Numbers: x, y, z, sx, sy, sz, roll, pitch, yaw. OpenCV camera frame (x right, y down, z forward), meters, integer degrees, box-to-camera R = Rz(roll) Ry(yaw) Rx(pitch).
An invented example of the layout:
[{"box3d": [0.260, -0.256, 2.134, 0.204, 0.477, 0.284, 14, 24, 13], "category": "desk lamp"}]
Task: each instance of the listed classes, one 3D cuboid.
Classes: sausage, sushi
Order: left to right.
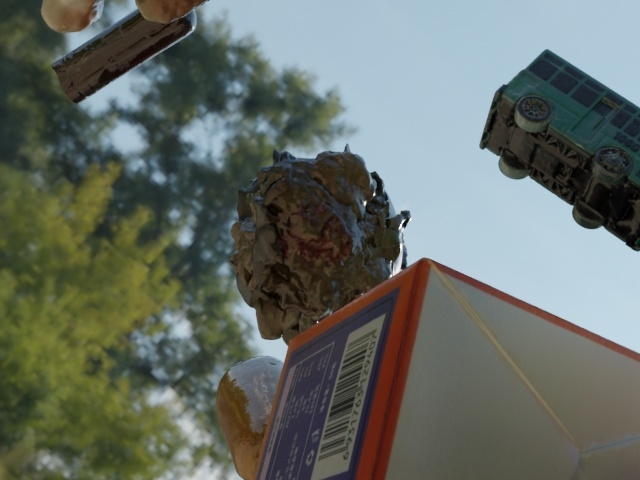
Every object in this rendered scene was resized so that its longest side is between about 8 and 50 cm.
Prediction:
[{"box3d": [-0.089, 0.255, 1.974, 0.116, 0.134, 0.354, 58, -2, -21], "category": "sausage"}, {"box3d": [0.001, 0.000, 1.569, 0.219, 0.225, 0.238, 120, -53, -82], "category": "sushi"}]

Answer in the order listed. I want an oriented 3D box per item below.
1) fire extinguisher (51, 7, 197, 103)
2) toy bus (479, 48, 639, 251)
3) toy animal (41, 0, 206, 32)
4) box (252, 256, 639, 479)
[{"box3d": [-0.263, -0.298, 1.880, 0.089, 0.268, 0.072, 51, 16, -34], "category": "fire extinguisher"}, {"box3d": [0.218, -0.074, 1.054, 0.160, 0.092, 0.079, 37, -30, 18], "category": "toy bus"}, {"box3d": [-0.058, -0.198, 0.640, 0.104, 0.184, 0.185, 62, -20, 18], "category": "toy animal"}, {"box3d": [0.113, 0.253, 1.003, 0.319, 0.348, 0.257, 23, -28, -19], "category": "box"}]
